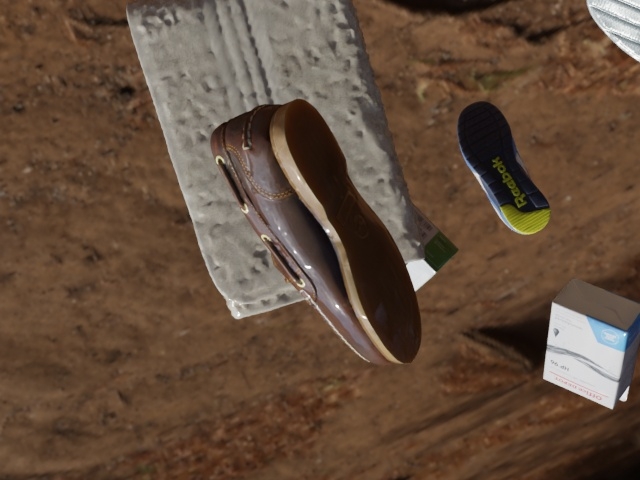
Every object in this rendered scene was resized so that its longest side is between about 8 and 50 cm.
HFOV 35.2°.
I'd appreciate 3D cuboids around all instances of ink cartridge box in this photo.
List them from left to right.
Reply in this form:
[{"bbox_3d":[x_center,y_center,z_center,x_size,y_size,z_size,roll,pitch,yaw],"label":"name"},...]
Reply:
[{"bbox_3d":[0.106,0.035,1.517,0.062,0.109,0.209,-42,176,-35],"label":"ink cartridge box"},{"bbox_3d":[0.165,0.069,0.614,0.028,0.048,0.083,-42,142,-36],"label":"ink cartridge box"}]

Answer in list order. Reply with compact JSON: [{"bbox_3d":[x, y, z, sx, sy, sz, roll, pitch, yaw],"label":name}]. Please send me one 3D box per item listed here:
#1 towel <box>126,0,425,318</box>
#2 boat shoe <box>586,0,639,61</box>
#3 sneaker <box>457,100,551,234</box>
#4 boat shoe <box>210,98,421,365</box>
[{"bbox_3d":[-0.033,-0.086,0.845,0.187,0.282,0.049,-16,-170,2],"label":"towel"},{"bbox_3d":[0.346,-0.187,0.898,0.076,0.226,0.083,-58,176,-40],"label":"boat shoe"},{"bbox_3d":[0.175,-0.067,0.987,0.053,0.144,0.059,-24,167,8],"label":"sneaker"},{"bbox_3d":[0.000,0.000,0.679,0.073,0.207,0.073,-13,-154,33],"label":"boat shoe"}]
